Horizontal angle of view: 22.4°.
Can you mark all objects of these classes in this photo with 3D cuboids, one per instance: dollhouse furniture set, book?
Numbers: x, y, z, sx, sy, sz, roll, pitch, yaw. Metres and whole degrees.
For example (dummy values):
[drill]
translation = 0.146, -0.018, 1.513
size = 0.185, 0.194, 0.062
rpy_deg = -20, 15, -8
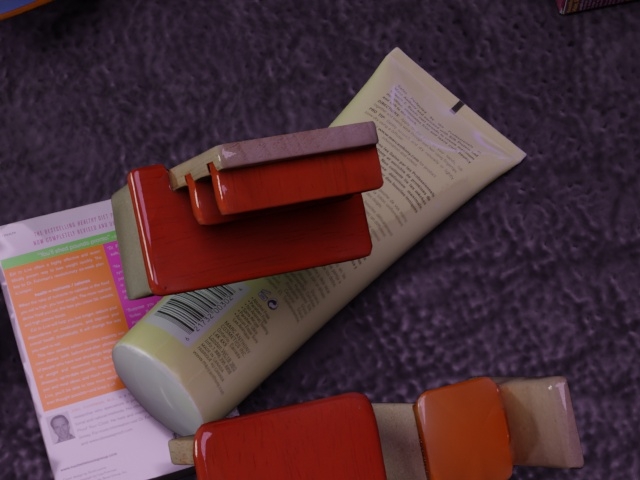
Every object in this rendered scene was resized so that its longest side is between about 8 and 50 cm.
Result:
[dollhouse furniture set]
translation = -0.013, 0.091, 0.672
size = 0.262, 0.135, 0.259
rpy_deg = -11, 90, -24
[book]
translation = -0.102, 0.052, 0.810
size = 0.096, 0.035, 0.144
rpy_deg = -16, 73, -9

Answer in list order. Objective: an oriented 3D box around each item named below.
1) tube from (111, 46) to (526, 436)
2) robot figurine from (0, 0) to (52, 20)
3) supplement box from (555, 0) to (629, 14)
[tube]
translation = 0.000, 0.000, 0.809
size = 0.240, 0.062, 0.070
rpy_deg = -45, 120, -27
[robot figurine]
translation = -0.208, -0.190, 0.817
size = 0.291, 0.085, 0.211
rpy_deg = -28, 110, -18
[supplement box]
translation = 0.166, -0.159, 0.866
size = 0.083, 0.055, 0.043
rpy_deg = -12, 71, -5
